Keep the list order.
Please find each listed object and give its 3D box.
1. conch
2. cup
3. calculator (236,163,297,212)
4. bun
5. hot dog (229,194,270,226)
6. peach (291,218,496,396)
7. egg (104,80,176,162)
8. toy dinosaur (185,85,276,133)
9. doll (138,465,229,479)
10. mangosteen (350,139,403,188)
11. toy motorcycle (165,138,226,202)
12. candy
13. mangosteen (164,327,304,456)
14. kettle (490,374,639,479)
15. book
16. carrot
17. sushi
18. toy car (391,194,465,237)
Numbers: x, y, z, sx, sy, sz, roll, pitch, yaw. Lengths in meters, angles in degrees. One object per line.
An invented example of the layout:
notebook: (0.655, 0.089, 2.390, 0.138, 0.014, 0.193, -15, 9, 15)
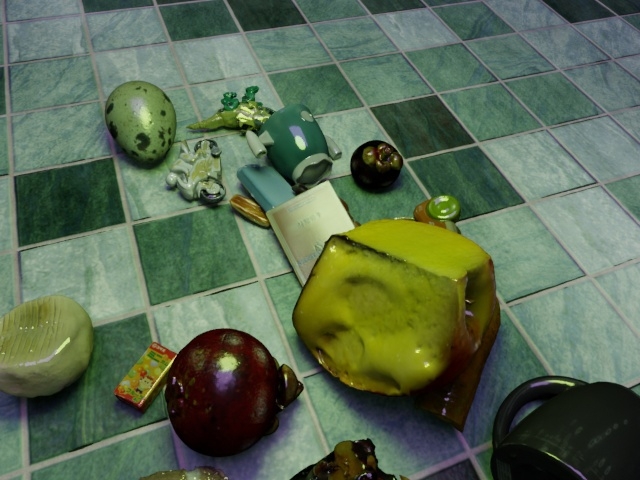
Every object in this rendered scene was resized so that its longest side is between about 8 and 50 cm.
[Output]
conch: (0.027, -0.065, 1.233, 0.086, 0.080, 0.233, -33, 81, -12)
cup: (-0.053, -0.231, 1.329, 0.299, 0.167, 0.173, -8, 57, -44)
calculator: (-0.122, -0.124, 1.288, 0.121, 0.039, 0.210, -11, 50, -44)
bun: (-0.518, 0.201, 0.964, 0.178, 0.128, 0.193, -9, 42, -12)
hot dog: (-0.167, -0.072, 1.269, 0.133, 0.041, 0.056, 29, 54, 7)
peach: (0.132, 0.123, 0.975, 0.380, 0.307, 0.242, 13, 15, 37)
egg: (-0.461, -0.304, 1.336, 0.176, 0.177, 0.228, -13, 70, -15)
toy dinosaur: (-0.249, -0.355, 1.457, 0.258, 0.094, 0.153, -6, 48, 1)
doll: (-0.249, 0.426, 0.827, 0.221, 0.115, 0.105, -8, 63, -3)
mangosteen: (0.149, -0.202, 1.328, 0.137, 0.151, 0.137, 3, 78, -15)
toy motorcycle: (-0.320, -0.177, 1.315, 0.151, 0.074, 0.229, -11, 56, -9)
candy: (-0.329, 0.261, 0.986, 0.062, 0.038, 0.122, 23, 53, 13)
mangosteen: (-0.143, 0.264, 0.915, 0.257, 0.215, 0.215, 9, 43, -40)
kettle: (0.442, 0.347, 0.911, 0.290, 0.208, 0.268, -30, 33, -32)
book: (0.000, 0.000, 1.168, 0.170, 0.018, 0.242, -28, 74, -3)
carrot: (0.279, 0.229, 1.029, 0.114, 0.114, 0.302, 24, 57, 13)
sushi: (0.058, 0.429, 0.781, 0.215, 0.213, 0.227, -31, 62, -27)
toy car: (0.227, 0.022, 1.185, 0.234, 0.145, 0.235, -8, 53, 11)
